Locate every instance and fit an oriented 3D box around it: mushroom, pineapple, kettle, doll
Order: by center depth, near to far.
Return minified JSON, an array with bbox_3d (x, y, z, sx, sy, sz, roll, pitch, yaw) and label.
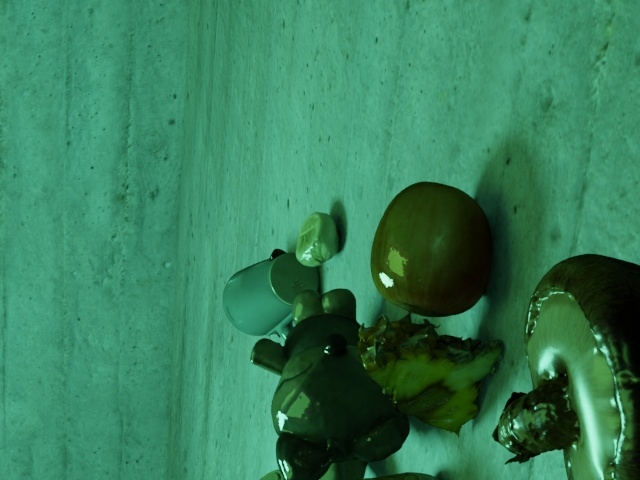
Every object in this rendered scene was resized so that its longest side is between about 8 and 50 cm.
[{"bbox_3d":[0.300,0.159,1.078,0.278,0.163,0.297,-46,48,54],"label":"mushroom"},{"bbox_3d":[0.160,0.152,1.494,0.164,0.250,0.140,-43,42,19],"label":"pineapple"},{"bbox_3d":[0.048,0.305,1.811,0.382,0.252,0.378,-97,-16,-55],"label":"doll"},{"bbox_3d":[-0.090,0.135,2.290,0.243,0.160,0.210,-31,81,62],"label":"kettle"}]

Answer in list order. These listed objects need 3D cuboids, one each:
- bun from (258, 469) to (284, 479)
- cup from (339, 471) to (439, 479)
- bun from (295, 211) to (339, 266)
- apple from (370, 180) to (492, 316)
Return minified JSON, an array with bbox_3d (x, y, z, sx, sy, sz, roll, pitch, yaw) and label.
[{"bbox_3d":[-0.111,0.608,2.401,0.173,0.113,0.166,165,104,-69],"label":"bun"},{"bbox_3d":[0.086,0.471,1.659,0.255,0.202,0.173,116,148,-53],"label":"cup"},{"bbox_3d":[0.000,0.000,2.102,0.115,0.069,0.115,-46,33,42],"label":"bun"},{"bbox_3d":[0.156,0.012,1.482,0.199,0.199,0.199,179,90,-72],"label":"apple"}]
